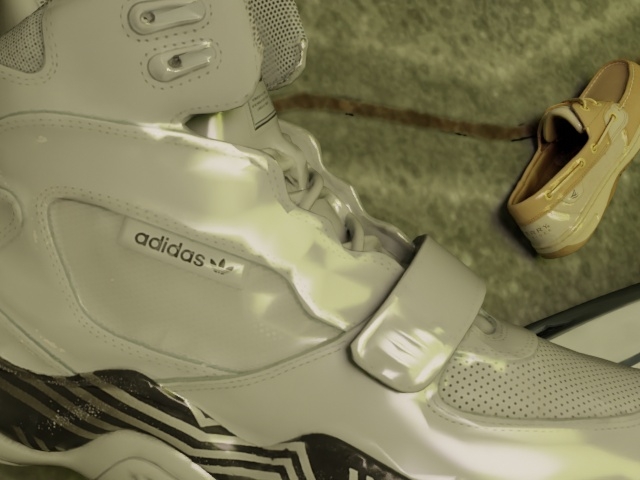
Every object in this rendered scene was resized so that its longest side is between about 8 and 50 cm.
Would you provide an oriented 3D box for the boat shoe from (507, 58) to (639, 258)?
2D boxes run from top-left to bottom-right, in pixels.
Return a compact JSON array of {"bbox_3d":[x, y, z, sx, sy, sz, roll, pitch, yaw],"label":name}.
[{"bbox_3d":[0.179,-0.069,0.654,0.059,0.063,0.170,40,62,-21],"label":"boat shoe"}]

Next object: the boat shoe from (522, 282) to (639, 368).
[{"bbox_3d":[0.185,0.116,0.568,0.367,0.136,0.156,-19,87,-29],"label":"boat shoe"}]

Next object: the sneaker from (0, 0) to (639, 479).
[{"bbox_3d":[0.000,0.000,0.386,0.366,0.137,0.210,10,104,6],"label":"sneaker"}]
